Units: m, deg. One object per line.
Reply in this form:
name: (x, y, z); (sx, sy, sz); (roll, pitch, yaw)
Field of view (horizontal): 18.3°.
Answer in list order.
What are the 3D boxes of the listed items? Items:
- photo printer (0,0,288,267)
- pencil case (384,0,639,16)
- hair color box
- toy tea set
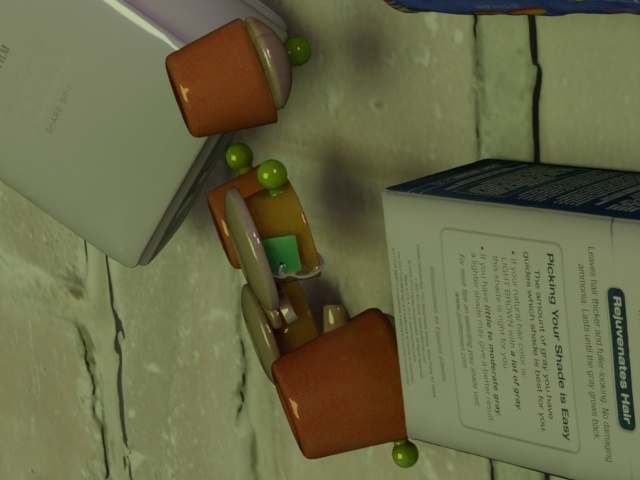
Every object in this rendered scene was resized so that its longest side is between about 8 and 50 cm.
photo printer: (-0.203, -0.151, 1.495); (0.307, 0.107, 0.256); (36, 135, 1)
pencil case: (0.142, -0.181, 1.139); (0.306, 0.133, 0.119); (13, 139, 49)
hair color box: (0.196, 0.054, 1.184); (0.347, 0.105, 0.174); (9, 111, 49)
toy tea set: (0.000, 0.000, 1.375); (0.200, 0.124, 0.336); (-117, 9, -49)
